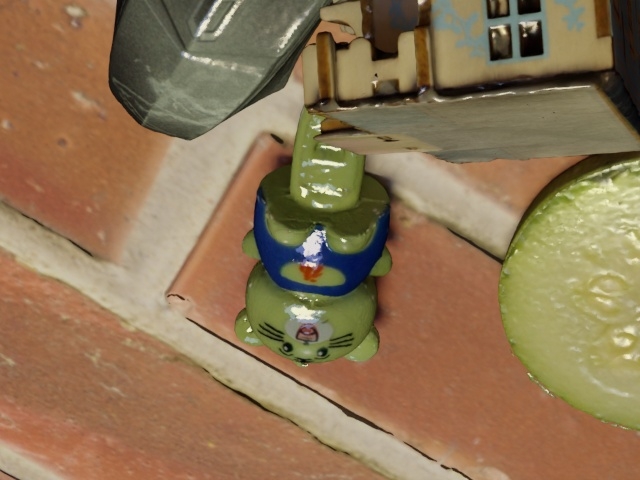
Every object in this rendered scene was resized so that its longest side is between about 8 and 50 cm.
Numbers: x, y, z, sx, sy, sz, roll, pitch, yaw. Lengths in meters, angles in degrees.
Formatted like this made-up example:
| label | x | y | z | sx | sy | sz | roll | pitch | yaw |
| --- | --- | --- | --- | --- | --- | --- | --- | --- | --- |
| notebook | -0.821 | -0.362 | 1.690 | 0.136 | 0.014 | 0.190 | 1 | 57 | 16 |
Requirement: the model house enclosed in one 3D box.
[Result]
| label | x | y | z | sx | sy | sz | roll | pitch | yaw |
| --- | --- | --- | --- | --- | --- | --- | --- | --- | --- |
| model house | 0.080 | -0.152 | 0.555 | 0.178 | 0.271 | 0.206 | -2 | 88 | 23 |

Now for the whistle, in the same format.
| label | x | y | z | sx | sy | sz | roll | pitch | yaw |
| --- | --- | --- | --- | --- | --- | --- | --- | --- | --- |
| whistle | 0.000 | 0.000 | 0.743 | 0.105 | 0.085 | 0.227 | 8 | 126 | 0 |

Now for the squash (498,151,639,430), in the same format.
| label | x | y | z | sx | sy | sz | roll | pitch | yaw |
| --- | --- | --- | --- | --- | --- | --- | --- | --- | --- |
| squash | 0.225 | 0.037 | 0.726 | 0.219 | 0.041 | 0.219 | 8 | 126 | 12 |

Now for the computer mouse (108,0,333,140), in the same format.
| label | x | y | z | sx | sy | sz | roll | pitch | yaw |
| --- | --- | --- | --- | --- | --- | --- | --- | --- | --- |
| computer mouse | -0.059 | -0.144 | 0.668 | 0.126 | 0.071 | 0.231 | 36 | 126 | -9 |
